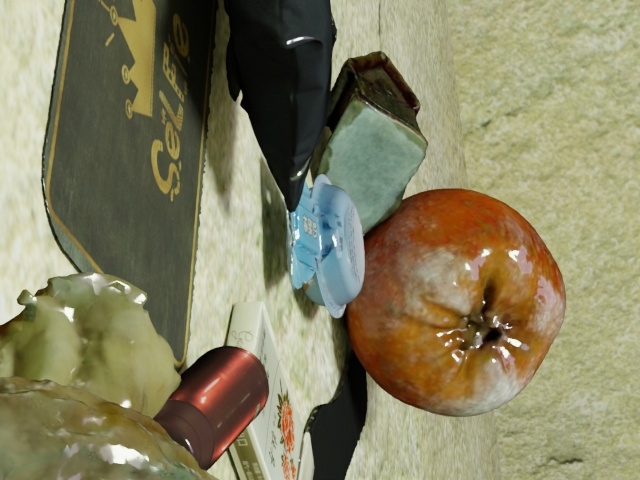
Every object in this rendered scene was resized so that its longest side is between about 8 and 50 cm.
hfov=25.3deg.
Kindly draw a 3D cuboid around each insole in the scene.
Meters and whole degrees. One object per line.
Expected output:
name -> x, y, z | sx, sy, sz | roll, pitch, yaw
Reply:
insole -> 0.015, 0.195, 1.404 | 0.348, 0.009, 0.119 | -56, 141, -71

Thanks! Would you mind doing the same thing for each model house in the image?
model house -> 0.039, -0.109, 1.459 | 0.152, 0.106, 0.165 | -98, -149, -50

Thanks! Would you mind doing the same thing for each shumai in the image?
shumai -> -0.116, 0.107, 0.555 | 0.209, 0.161, 0.153 | 24, 26, -43

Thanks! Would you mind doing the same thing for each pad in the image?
pad -> -0.078, -0.105, 0.944 | 0.315, 0.063, 0.375 | 65, 24, -60

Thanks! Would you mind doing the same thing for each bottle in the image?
bottle -> -0.077, 0.108, 0.882 | 0.164, 0.060, 0.060 | -40, 125, -75

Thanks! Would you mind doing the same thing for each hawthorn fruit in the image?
hawthorn fruit -> 0.126, 0.049, 1.493 | 0.231, 0.263, 0.235 | -8, 136, -45

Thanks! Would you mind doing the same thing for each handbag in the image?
handbag -> -0.029, -0.176, 1.058 | 0.211, 0.089, 0.254 | 87, -1, -58

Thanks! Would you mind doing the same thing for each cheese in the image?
cheese -> 0.000, 0.000, 1.299 | 0.245, 0.052, 0.135 | 33, 51, -74

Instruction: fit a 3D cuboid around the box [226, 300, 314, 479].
box -> -0.040, 0.153, 1.109 | 0.109, 0.029, 0.198 | -81, 161, -48
